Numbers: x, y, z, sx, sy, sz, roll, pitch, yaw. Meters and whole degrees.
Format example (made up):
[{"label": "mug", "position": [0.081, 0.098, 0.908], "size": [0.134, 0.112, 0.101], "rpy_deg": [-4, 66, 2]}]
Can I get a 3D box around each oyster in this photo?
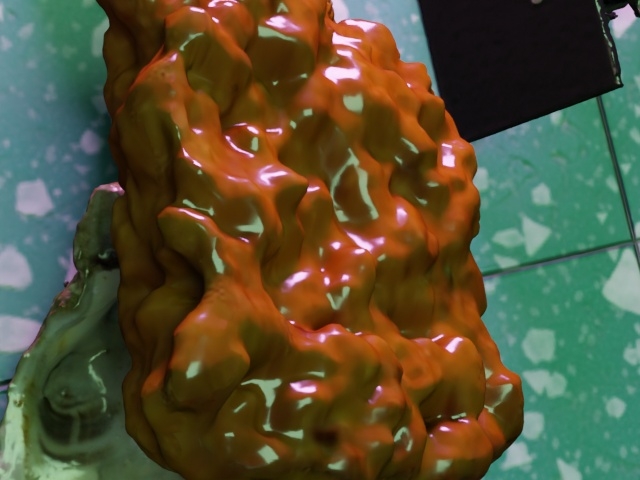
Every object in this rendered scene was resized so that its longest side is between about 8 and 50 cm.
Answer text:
[{"label": "oyster", "position": [-0.113, 0.085, 0.934], "size": [0.161, 0.107, 0.233], "rpy_deg": [1, 84, 12]}]

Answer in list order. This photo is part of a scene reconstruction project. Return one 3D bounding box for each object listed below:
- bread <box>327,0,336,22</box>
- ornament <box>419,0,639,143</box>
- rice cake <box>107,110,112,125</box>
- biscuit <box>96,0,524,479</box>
[{"label": "bread", "position": [-0.066, -0.181, 1.023], "size": [0.233, 0.076, 0.105], "rpy_deg": [33, 70, -18]}, {"label": "ornament", "position": [0.199, -0.170, 1.122], "size": [0.196, 0.166, 0.153], "rpy_deg": [-12, 87, -41]}, {"label": "rice cake", "position": [-0.065, 0.000, 0.985], "size": [0.040, 0.085, 0.226], "rpy_deg": [-27, 94, -27]}, {"label": "biscuit", "position": [0.000, 0.000, 0.904], "size": [0.318, 0.110, 0.312], "rpy_deg": [15, 61, -47]}]
